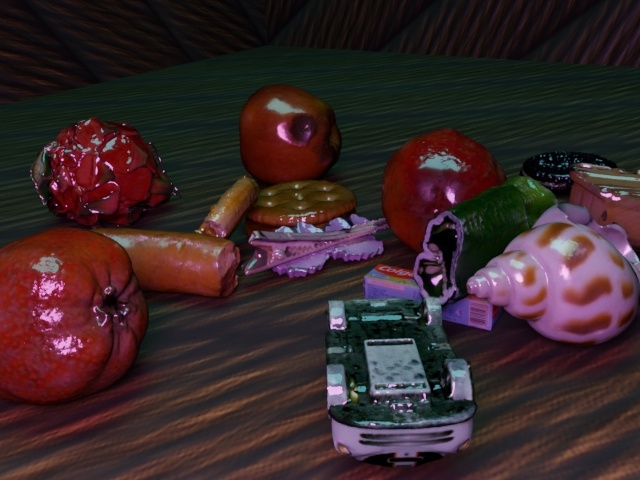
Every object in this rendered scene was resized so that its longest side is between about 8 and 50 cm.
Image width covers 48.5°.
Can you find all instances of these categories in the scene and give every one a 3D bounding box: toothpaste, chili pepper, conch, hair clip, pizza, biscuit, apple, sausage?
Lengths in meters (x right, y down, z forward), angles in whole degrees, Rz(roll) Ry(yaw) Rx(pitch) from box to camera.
[{"bbox_3d":[0.162,0.074,1.015,0.193,0.044,0.070,11,26,29],"label":"toothpaste"},{"bbox_3d":[0.243,-0.015,0.985,0.270,0.136,0.099,-22,25,-37],"label":"chili pepper"},{"bbox_3d":[0.307,0.047,0.894,0.274,0.149,0.183,17,29,-36],"label":"conch"},{"bbox_3d":[0.000,0.000,1.164,0.292,0.085,0.106,-11,38,-28],"label":"hair clip"},{"bbox_3d":[-0.165,-0.036,1.203,0.062,0.161,0.182,32,42,-3],"label":"pizza"},{"bbox_3d":[0.503,-0.138,1.446,0.194,0.053,0.194,-2,23,1],"label":"biscuit"},{"bbox_3d":[-0.038,-0.054,1.315,0.220,0.066,0.220,-3,22,1],"label":"biscuit"},{"bbox_3d":[-0.062,-0.224,1.525,0.229,0.230,0.230,-3,23,1],"label":"apple"},{"bbox_3d":[-0.260,0.032,1.097,0.270,0.109,0.109,3,24,8],"label":"sausage"}]

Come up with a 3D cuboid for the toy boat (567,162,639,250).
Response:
[{"bbox_3d":[0.613,-0.038,1.125,0.445,0.136,0.162,7,29,13],"label":"toy boat"}]

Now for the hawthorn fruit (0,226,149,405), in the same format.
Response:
[{"bbox_3d":[-0.346,0.091,0.855,0.262,0.211,0.210,-4,22,18],"label":"hawthorn fruit"}]

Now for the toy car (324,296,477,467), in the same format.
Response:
[{"bbox_3d":[0.074,0.149,0.758,0.136,0.125,0.306,-2,14,0],"label":"toy car"}]

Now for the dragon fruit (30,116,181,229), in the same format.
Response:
[{"bbox_3d":[-0.414,-0.123,1.399,0.233,0.234,0.293,19,2,42],"label":"dragon fruit"}]

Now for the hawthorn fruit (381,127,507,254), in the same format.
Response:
[{"bbox_3d":[0.193,-0.063,1.132,0.215,0.215,0.250,3,30,15],"label":"hawthorn fruit"}]
